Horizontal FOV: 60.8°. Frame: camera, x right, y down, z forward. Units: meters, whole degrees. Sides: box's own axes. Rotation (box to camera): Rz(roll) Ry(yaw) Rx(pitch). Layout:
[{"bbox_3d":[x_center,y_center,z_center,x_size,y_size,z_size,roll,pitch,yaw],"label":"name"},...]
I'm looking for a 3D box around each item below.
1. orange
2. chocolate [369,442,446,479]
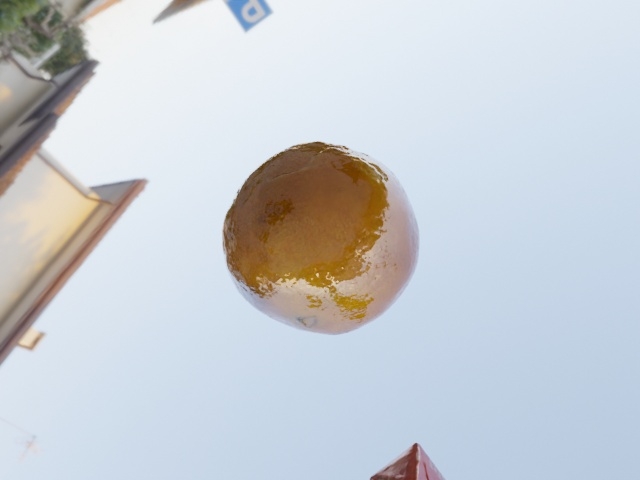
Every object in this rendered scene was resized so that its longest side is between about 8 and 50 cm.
[{"bbox_3d":[0.000,0.000,0.721,0.261,0.261,0.261,-23,-141,20],"label":"orange"},{"bbox_3d":[0.147,0.445,0.724,0.108,0.237,0.235,-33,-169,25],"label":"chocolate"}]
